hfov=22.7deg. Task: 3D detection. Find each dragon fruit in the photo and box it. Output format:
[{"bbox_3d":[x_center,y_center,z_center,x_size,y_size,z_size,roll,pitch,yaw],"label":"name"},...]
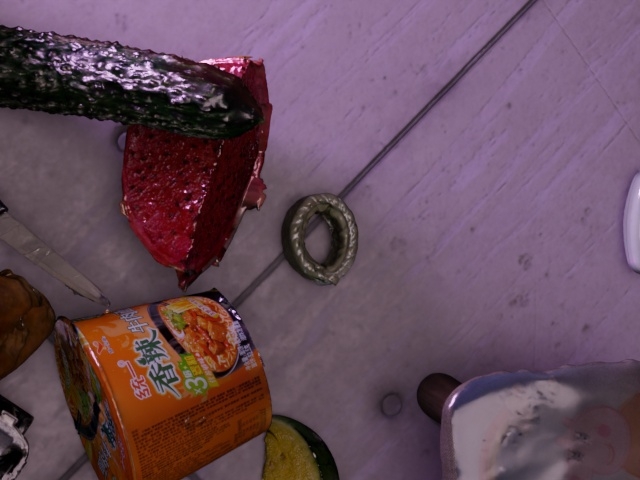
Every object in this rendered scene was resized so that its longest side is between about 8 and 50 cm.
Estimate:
[{"bbox_3d":[-0.141,-0.084,1.820,0.126,0.161,0.274,17,93,21],"label":"dragon fruit"}]

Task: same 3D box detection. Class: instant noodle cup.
[{"bbox_3d":[-0.171,0.164,1.764,0.182,0.230,0.230,-20,94,-20],"label":"instant noodle cup"}]

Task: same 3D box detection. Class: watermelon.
[{"bbox_3d":[-0.017,0.298,1.885,0.092,0.075,0.181,1,88,32],"label":"watermelon"}]

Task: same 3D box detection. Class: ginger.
[{"bbox_3d":[-0.405,0.114,1.682,0.172,0.321,0.165,13,115,8],"label":"ginger"}]

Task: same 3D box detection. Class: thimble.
[{"bbox_3d":[0.000,0.000,1.873,0.084,0.062,0.110,-12,93,-13],"label":"thimble"}]

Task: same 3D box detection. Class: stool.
[{"bbox_3d":[0.265,0.292,1.849,0.310,0.226,0.310,-3,89,-13],"label":"stool"}]

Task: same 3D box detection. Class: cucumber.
[{"bbox_3d":[-0.227,-0.169,1.722,0.359,0.096,0.096,11,87,21],"label":"cucumber"}]

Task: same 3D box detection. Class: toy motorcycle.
[{"bbox_3d":[-0.409,0.291,1.739,0.091,0.157,0.263,36,81,-7],"label":"toy motorcycle"}]

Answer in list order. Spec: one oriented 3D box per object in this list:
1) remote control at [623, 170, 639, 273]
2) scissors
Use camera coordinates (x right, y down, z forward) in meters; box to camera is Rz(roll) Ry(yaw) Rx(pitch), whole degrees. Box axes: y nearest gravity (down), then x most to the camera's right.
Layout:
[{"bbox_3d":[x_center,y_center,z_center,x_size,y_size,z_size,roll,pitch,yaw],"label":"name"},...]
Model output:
[{"bbox_3d":[0.521,-0.017,1.989,0.296,0.056,0.140,5,87,-13],"label":"remote control"},{"bbox_3d":[-0.346,-0.014,1.763,0.300,0.022,0.109,35,84,13],"label":"scissors"}]
